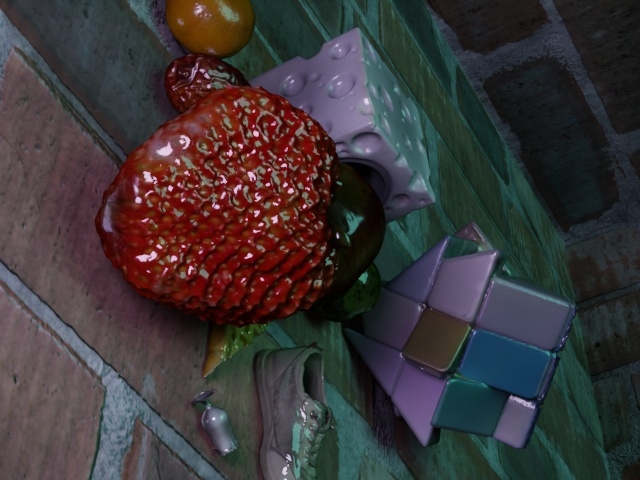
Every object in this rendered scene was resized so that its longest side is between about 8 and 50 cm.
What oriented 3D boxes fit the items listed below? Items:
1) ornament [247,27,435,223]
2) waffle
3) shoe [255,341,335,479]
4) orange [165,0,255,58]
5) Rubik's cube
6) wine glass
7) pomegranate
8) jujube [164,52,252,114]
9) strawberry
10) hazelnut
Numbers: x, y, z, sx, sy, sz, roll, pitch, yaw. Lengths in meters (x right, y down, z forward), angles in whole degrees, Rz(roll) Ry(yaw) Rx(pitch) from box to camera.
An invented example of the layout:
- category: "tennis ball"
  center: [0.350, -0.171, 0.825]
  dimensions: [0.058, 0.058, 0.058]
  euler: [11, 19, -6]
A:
- category: "ornament"
  center: [0.030, -0.170, 1.999]
  dimensions: [0.240, 0.239, 0.240]
  euler: [46, 29, -44]
- category: "waffle"
  center: [-0.115, 0.153, 1.624]
  dimensions: [0.125, 0.032, 0.191]
  euler: [55, 26, -37]
- category: "shoe"
  center: [-0.029, 0.265, 1.625]
  dimensions: [0.103, 0.098, 0.275]
  euler: [37, 38, -48]
- category: "orange"
  center: [-0.180, -0.360, 1.845]
  dimensions: [0.156, 0.124, 0.156]
  euler: [34, 35, -28]
- category: "Rubik's cube"
  center: [0.258, 0.168, 2.077]
  dimensions: [0.358, 0.368, 0.387]
  euler: [11, 100, -68]
- category: "wine glass"
  center: [-0.133, 0.233, 1.477]
  dimensions: [0.039, 0.042, 0.083]
  euler: [-30, 101, -40]
- category: "pomegranate"
  center: [0.021, 0.070, 1.947]
  dimensions: [0.138, 0.163, 0.126]
  euler: [-25, 132, -55]
- category: "jujube"
  center: [-0.161, -0.222, 1.762]
  dimensions: [0.112, 0.109, 0.176]
  euler: [52, 11, 28]
- category: "strawberry"
  center: [-0.134, -0.043, 1.463]
  dimensions: [0.351, 0.267, 0.312]
  euler: [-4, 102, -47]
- category: "hazelnut"
  center: [0.000, 0.000, 1.777]
  dimensions: [0.218, 0.233, 0.218]
  euler: [52, -19, 27]
